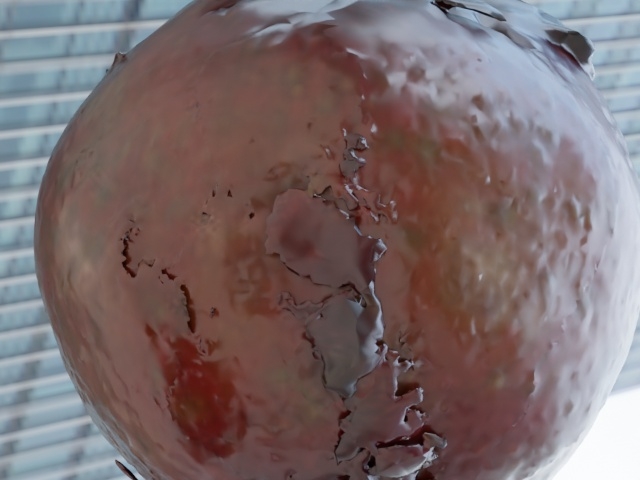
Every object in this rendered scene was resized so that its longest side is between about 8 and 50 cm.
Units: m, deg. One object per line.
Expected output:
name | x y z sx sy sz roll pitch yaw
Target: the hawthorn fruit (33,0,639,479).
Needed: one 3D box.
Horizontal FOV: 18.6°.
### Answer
hawthorn fruit | 0.016 0.001 0.938 0.316 0.316 0.316 13 -73 48
